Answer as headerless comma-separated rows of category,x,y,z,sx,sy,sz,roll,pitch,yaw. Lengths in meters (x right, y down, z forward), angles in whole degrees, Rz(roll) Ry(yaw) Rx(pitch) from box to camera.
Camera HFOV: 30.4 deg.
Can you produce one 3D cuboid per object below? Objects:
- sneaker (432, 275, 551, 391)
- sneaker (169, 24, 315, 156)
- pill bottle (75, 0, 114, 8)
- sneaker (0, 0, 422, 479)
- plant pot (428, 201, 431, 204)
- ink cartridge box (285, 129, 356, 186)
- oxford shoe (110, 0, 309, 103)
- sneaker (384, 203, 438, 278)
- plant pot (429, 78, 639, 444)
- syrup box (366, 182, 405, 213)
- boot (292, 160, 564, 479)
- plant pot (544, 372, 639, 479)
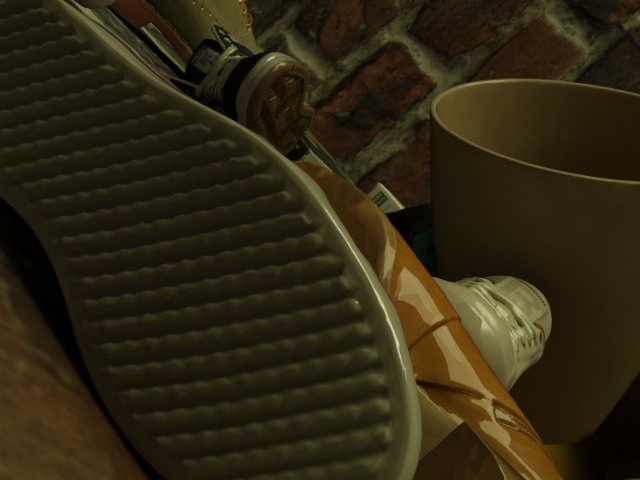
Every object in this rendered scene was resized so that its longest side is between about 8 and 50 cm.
sneaker,0.104,0.056,0.817,0.106,0.123,0.290,49,-7,9
sneaker,-0.094,-0.175,1.286,0.153,0.099,0.282,39,-2,6
pill bottle,-0.241,-0.274,1.107,0.078,0.078,0.137,49,6,23
sneaker,-0.038,0.011,0.481,0.282,0.102,0.161,50,3,32
plant pot,0.200,0.028,1.794,0.167,0.187,0.188,44,5,5
ink cartridge box,-0.023,-0.129,1.826,0.307,0.072,0.303,38,10,-49
oxford shoe,-0.138,-0.296,1.557,0.397,0.146,0.140,35,13,-35
sneaker,0.084,0.027,1.229,0.140,0.125,0.341,8,-5,6
plant pot,0.204,0.027,1.022,0.257,0.274,0.256,5,25,-2
syrup box,0.134,0.038,1.666,0.237,0.093,0.096,48,5,10
boot,0.057,0.101,0.648,0.211,0.104,0.295,50,4,-47
plant pot,0.327,0.208,1.137,0.212,0.212,0.187,-74,147,-49
